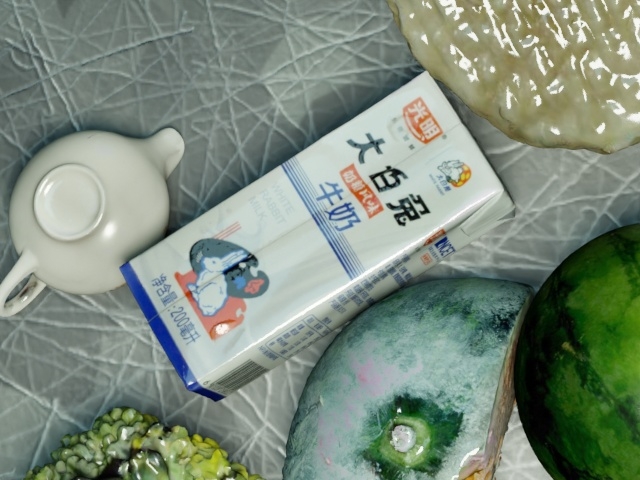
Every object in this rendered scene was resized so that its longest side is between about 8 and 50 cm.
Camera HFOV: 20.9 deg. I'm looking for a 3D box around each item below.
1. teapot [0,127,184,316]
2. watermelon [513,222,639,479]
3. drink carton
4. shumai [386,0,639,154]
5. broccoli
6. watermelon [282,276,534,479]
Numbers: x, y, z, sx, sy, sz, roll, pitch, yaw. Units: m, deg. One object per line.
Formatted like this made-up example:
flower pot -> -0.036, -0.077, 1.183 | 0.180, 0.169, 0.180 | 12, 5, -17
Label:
teapot -> -0.213, -0.019, 1.525 | 0.226, 0.092, 0.145 | -44, 72, 4
watermelon -> 0.267, 0.104, 1.316 | 0.242, 0.242, 0.242 | -2, 78, 12
drink carton -> 0.000, 0.000, 1.463 | 0.315, 0.106, 0.130 | -32, 75, 4
shumai -> 0.195, -0.246, 1.396 | 0.314, 0.262, 0.267 | 42, 116, -8
broccoli -> -0.147, 0.249, 1.446 | 0.242, 0.273, 0.180 | -51, 28, 8
watermelon -> 0.048, 0.169, 1.382 | 0.188, 0.175, 0.322 | 11, 80, 13
